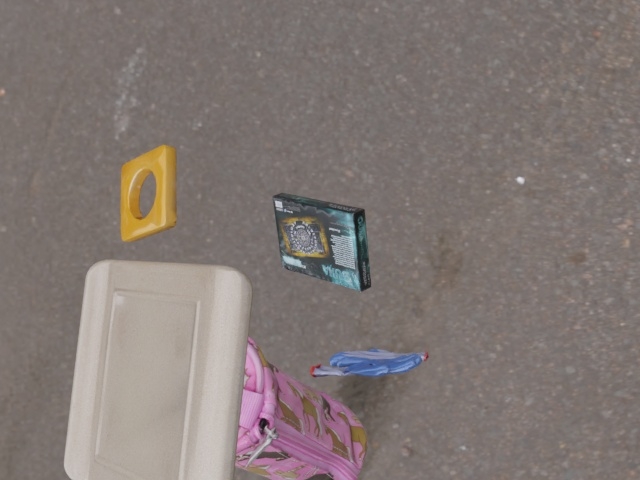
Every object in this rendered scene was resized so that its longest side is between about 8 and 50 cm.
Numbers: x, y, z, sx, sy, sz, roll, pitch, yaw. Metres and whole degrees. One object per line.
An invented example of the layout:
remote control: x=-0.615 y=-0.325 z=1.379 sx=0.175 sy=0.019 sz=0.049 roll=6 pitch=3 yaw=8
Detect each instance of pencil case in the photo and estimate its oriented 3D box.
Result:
pencil case: x=-0.066 y=0.232 z=1.069 sx=0.160 sy=0.386 sz=0.167 roll=-20 pitch=61 yaw=13

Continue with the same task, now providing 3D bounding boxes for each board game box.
board game box: x=0.000 y=0.000 z=1.301 sx=0.186 sy=0.026 sz=0.126 roll=15 pitch=118 yaw=46

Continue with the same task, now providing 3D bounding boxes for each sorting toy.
sorting toy: x=-0.115 y=0.105 z=0.616 sx=0.196 sy=0.047 sz=0.347 roll=1 pitch=84 yaw=47

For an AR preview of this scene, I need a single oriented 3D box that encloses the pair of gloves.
pair of gloves: x=0.078 y=0.178 z=1.244 sx=0.159 sy=0.198 sz=0.023 roll=-5 pitch=90 yaw=15
